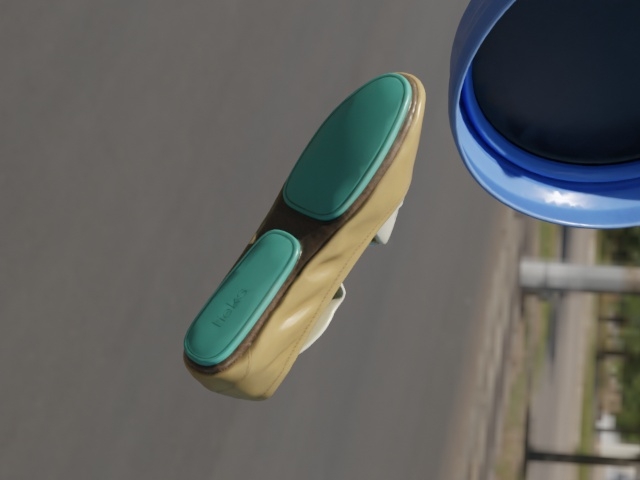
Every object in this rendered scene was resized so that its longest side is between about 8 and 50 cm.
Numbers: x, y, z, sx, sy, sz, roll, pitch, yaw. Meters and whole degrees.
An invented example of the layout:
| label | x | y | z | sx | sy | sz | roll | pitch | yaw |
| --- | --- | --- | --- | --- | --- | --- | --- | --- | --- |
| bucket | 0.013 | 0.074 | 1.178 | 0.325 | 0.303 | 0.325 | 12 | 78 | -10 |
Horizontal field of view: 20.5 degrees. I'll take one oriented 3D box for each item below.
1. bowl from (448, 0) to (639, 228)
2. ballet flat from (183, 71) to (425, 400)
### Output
| label | x | y | z | sx | sy | sz | roll | pitch | yaw |
| --- | --- | --- | --- | --- | --- | --- | --- | --- | --- |
| bowl | 0.310 | -0.173 | 1.696 | 0.391 | 0.391 | 0.077 | 83 | -4 | -47 |
| ballet flat | 0.000 | 0.000 | 1.115 | 0.232 | 0.080 | 0.073 | -53 | 133 | -2 |
